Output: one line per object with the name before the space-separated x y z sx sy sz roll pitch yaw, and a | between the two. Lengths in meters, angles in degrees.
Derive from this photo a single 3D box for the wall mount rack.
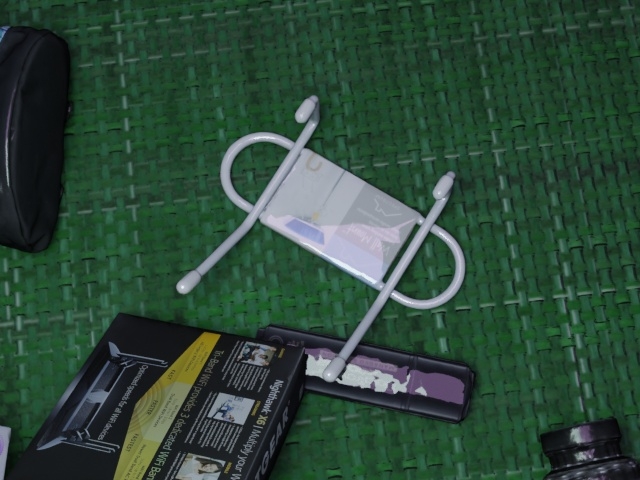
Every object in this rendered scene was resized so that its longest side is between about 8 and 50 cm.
wall mount rack | 0.000 0.000 1.463 0.350 0.130 0.304 30 78 9

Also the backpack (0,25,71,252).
backpack | -0.520 -0.140 1.465 0.356 0.273 0.290 4 82 14

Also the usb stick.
usb stick | 0.052 0.164 1.466 0.278 0.045 0.077 11 83 3

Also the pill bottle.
pill bottle | 0.327 0.324 1.381 0.123 0.123 0.219 -11 76 -2

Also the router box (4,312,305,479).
router box | -0.173 0.219 1.331 0.243 0.081 0.309 10 36 13

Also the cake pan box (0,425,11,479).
cake pan box | -0.474 0.332 1.357 0.246 0.070 0.266 -5 71 31
